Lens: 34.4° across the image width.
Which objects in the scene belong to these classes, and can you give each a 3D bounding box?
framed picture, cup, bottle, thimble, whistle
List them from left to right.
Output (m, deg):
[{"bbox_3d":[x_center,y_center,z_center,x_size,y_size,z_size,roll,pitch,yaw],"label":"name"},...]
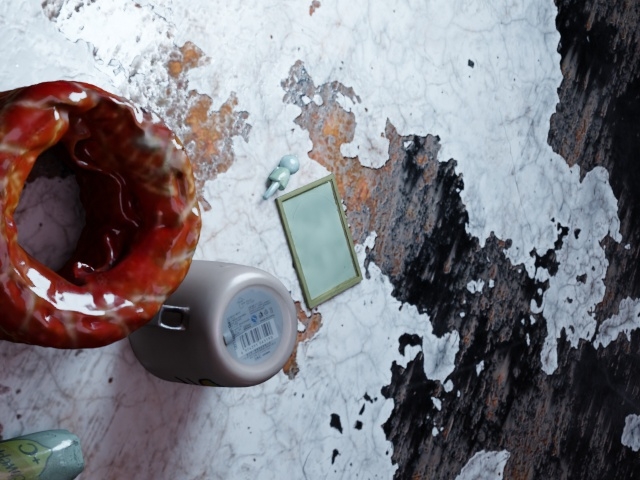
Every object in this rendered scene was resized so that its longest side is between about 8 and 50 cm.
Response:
[{"bbox_3d":[-0.446,0.313,1.360,0.269,0.083,0.083,-10,96,-39],"label":"bottle"},{"bbox_3d":[-0.346,-0.030,1.354,0.350,0.230,0.350,-1,92,-41],"label":"thimble"},{"bbox_3d":[-0.177,0.118,1.514,0.252,0.200,0.192,13,81,-39],"label":"cup"},{"bbox_3d":[-0.065,-0.106,1.719,0.035,0.035,0.100,49,62,-29],"label":"whistle"},{"bbox_3d":[0.000,0.000,1.790,0.136,0.010,0.201,-27,107,-38],"label":"framed picture"}]
